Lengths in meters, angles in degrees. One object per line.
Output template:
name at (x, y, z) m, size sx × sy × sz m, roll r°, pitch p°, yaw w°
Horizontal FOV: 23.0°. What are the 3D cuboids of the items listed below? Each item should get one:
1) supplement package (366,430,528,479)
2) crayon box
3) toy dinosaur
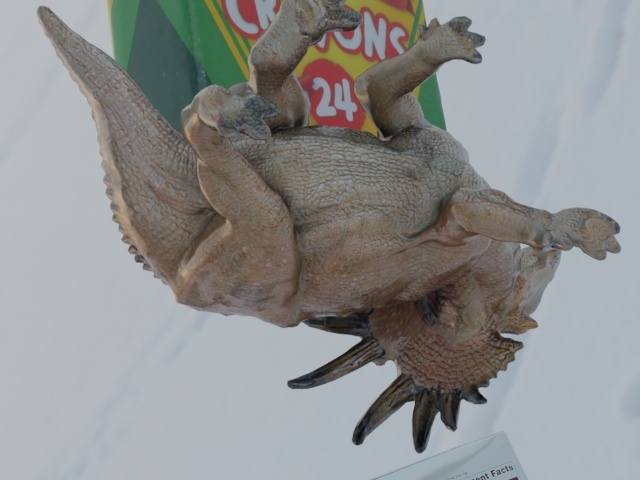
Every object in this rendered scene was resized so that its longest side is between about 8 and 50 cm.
supplement package at (0.067, 0.268, 1.048) m, size 0.149 × 0.203 × 0.194 m, roll -14°, pitch -20°, yaw -30°
crayon box at (-0.035, -0.174, 0.961) m, size 0.081 × 0.202 × 0.319 m, roll -26°, pitch 67°, yaw 42°
toy dinosaur at (0.000, 0.000, 0.713) m, size 0.200 × 0.295 × 0.127 m, roll 120°, pitch 158°, yaw -45°
